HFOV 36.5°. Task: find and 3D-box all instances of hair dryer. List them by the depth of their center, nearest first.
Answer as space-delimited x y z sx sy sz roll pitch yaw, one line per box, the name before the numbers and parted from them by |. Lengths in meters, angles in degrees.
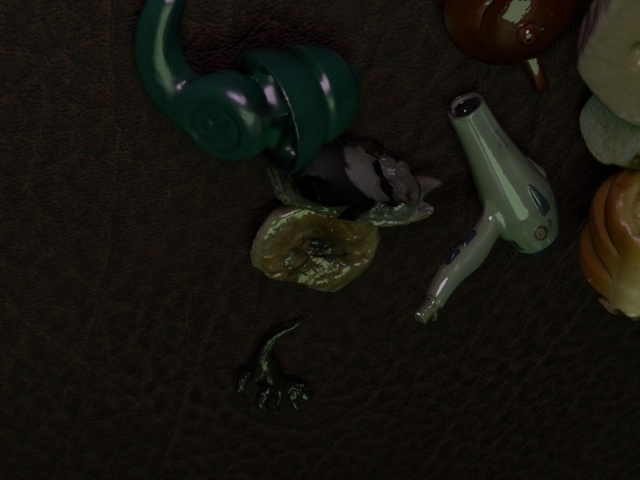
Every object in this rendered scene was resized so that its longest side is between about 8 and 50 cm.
hair dryer | 0.225 -0.064 1.427 0.298 0.119 0.296 -31 119 -29

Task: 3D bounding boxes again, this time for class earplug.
earplug | -0.085 -0.205 1.251 0.280 0.258 0.164 -17 169 -23

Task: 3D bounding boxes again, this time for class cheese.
cheese | 0.484 -0.254 1.194 0.326 0.115 0.318 -9 142 40

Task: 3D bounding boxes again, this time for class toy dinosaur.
toy dinosaur | -0.070 0.222 1.754 0.179 0.087 0.187 -59 147 -6

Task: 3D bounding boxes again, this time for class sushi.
sushi | 0.049 -0.079 1.422 0.272 0.134 0.109 5 149 -38

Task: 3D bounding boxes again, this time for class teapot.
teapot | 0.254 -0.279 1.244 0.178 0.135 0.252 -20 135 13

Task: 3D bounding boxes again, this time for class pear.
pear | 0.458 -0.174 1.410 0.104 0.141 0.141 -14 140 -29

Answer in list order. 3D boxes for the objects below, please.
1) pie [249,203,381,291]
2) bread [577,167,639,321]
pie | -0.001 -0.002 1.520 0.218 0.052 0.185 14 124 -29
bread | 0.558 -0.037 1.522 0.315 0.211 0.270 -12 128 -12
